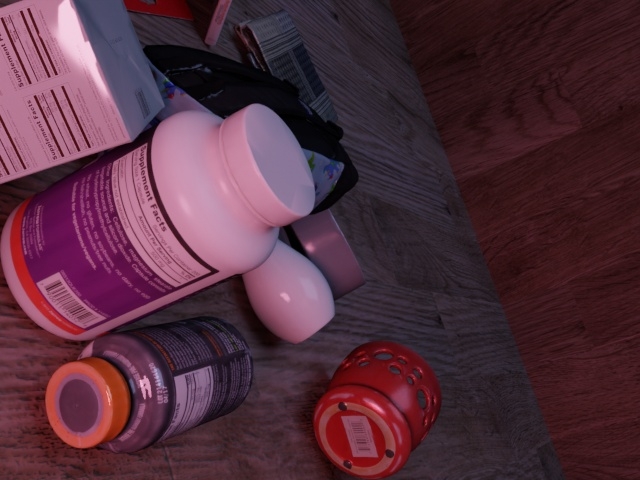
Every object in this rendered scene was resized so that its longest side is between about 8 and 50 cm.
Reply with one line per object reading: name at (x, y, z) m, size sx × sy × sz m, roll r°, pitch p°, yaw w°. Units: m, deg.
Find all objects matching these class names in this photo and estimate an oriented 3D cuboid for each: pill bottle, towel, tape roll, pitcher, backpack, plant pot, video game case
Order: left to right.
pill bottle at (-0.189, 0.161, 0.845) m, size 0.246 × 0.131 × 0.130 m, roll -1°, pitch 68°, yaw -65°
pill bottle at (-0.173, -0.022, 0.808) m, size 0.181 × 0.323 × 0.181 m, roll 47°, pitch 29°, yaw -37°
backpack at (-0.145, -0.148, 1.076) m, size 0.290 × 0.273 × 0.355 m, roll 48°, pitch 6°, yaw 16°
video game case at (-0.174, -0.524, 1.464) m, size 0.026 × 0.206 × 0.226 m, roll 18°, pitch 43°, yaw -15°
pitcher at (-0.061, 0.054, 1.233) m, size 0.207 × 0.125 × 0.178 m, roll 54°, pitch 27°, yaw -2°
towel at (-0.072, -0.373, 1.721) m, size 0.312 × 0.056 × 0.324 m, roll 63°, pitch 21°, yaw -14°
tape roll at (0.000, 0.000, 1.364) m, size 0.219 × 0.072 × 0.219 m, roll 61°, pitch -3°, yaw 5°
plant pot at (0.088, 0.287, 1.250) m, size 0.174 × 0.191 × 0.191 m, roll -35°, pitch 100°, yaw -57°

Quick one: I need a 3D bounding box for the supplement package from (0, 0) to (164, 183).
supplement package at (-0.292, -0.154, 0.753) m, size 0.194 × 0.203 × 0.149 m, roll -94°, pitch 166°, yaw -70°

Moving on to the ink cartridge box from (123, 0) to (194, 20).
ink cartridge box at (-0.298, -0.540, 1.286) m, size 0.271 × 0.130 × 0.309 m, roll 66°, pitch 23°, yaw -3°
